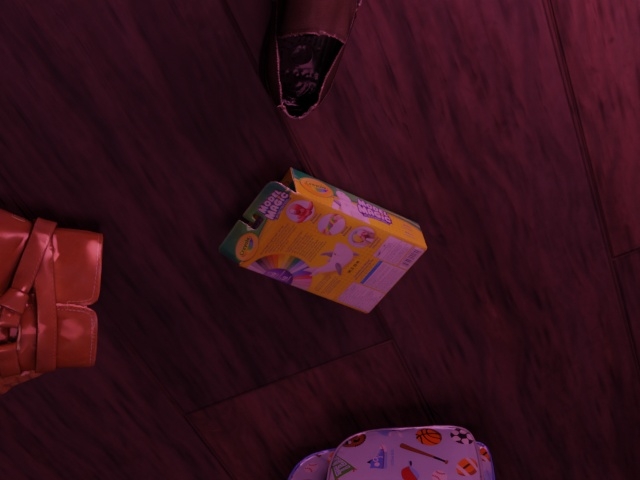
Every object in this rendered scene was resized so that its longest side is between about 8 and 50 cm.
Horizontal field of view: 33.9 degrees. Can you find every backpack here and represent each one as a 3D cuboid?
[{"bbox_3d":[0.081,0.343,1.196,0.263,0.277,0.213,-8,127,4],"label":"backpack"}]

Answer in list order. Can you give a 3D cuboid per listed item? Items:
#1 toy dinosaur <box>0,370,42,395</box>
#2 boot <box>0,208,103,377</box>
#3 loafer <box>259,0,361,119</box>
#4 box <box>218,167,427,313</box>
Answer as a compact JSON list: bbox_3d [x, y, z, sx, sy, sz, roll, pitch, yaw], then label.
[{"bbox_3d":[-0.360,0.148,1.057,0.211,0.064,0.112,-24,132,10],"label":"toy dinosaur"},{"bbox_3d":[-0.320,0.104,0.961,0.220,0.109,0.284,6,97,-25],"label":"boot"},{"bbox_3d":[0.001,-0.187,0.820,0.080,0.078,0.220,0,131,-11],"label":"loafer"},{"bbox_3d":[0.000,0.000,1.012,0.179,0.043,0.105,22,124,-30],"label":"box"}]
